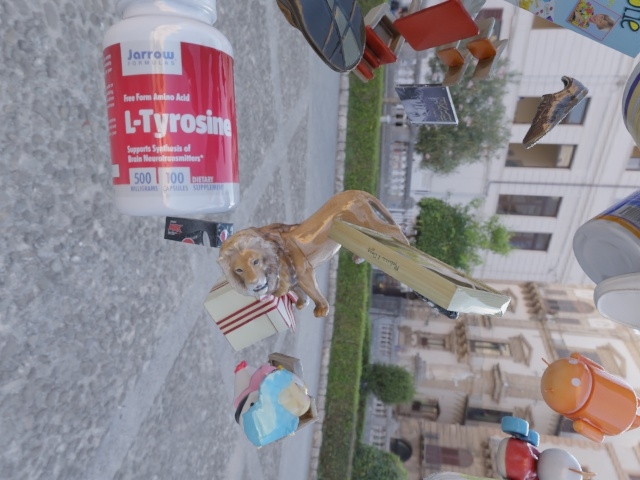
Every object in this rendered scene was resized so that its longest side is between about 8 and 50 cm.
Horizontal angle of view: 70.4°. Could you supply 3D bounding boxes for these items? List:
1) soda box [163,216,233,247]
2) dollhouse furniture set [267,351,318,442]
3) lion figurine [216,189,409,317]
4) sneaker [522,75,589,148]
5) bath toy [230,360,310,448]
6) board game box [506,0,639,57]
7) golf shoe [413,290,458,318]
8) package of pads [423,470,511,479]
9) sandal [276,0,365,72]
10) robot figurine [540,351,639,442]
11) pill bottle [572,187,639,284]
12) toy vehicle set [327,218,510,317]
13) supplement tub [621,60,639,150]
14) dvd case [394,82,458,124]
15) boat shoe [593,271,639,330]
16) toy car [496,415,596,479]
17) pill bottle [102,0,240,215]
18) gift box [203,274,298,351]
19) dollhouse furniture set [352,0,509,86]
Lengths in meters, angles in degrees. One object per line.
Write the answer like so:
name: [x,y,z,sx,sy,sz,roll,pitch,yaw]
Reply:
soda box: [-0.285,-0.020,1.055,0.053,0.168,0.060,3,94,-60]
dollhouse furniture set: [-0.109,0.381,1.126,0.123,0.144,0.151,-16,98,-38]
lion figurine: [0.000,0.000,0.906,0.392,0.142,0.240,-39,117,-19]
sneaker: [0.526,-0.297,1.052,0.188,0.071,0.066,-44,171,2]
bath toy: [-0.123,0.325,0.973,0.348,0.151,0.129,148,-75,-69]
board game box: [0.354,-0.397,0.604,0.142,0.275,0.144,-50,160,-5]
golf shoe: [0.312,0.149,1.301,0.077,0.198,0.094,-44,-178,-7]
package of pads: [0.269,0.422,0.550,0.101,0.296,0.229,57,37,-67]
sandal: [-0.027,-0.309,0.579,0.090,0.219,0.060,-51,-168,-12]
robot figurine: [0.578,0.337,0.981,0.158,0.219,0.128,-64,-179,-2]
pill bottle: [0.599,-0.027,0.789,0.152,0.272,0.152,58,-11,18]
toy vehicle set: [0.153,0.041,0.741,0.166,0.267,0.035,14,102,-42]
supplement tub: [0.576,-0.136,0.595,0.241,0.241,0.331,83,13,-46]
dvd case: [0.349,-0.440,1.481,0.221,0.164,0.018,35,68,-60]
boat shoe: [0.522,0.112,0.617,0.096,0.277,0.098,-40,122,-37]
toy car: [0.633,0.638,1.258,0.210,0.238,0.219,44,54,-36]
pill bottle: [-0.270,-0.254,0.835,0.229,0.229,0.408,-34,123,-77]
gift box: [-0.228,0.226,1.618,0.255,0.258,0.276,59,11,-21]
dollhouse furniture set: [0.175,-0.392,0.860,0.262,0.259,0.135,34,78,-33]
